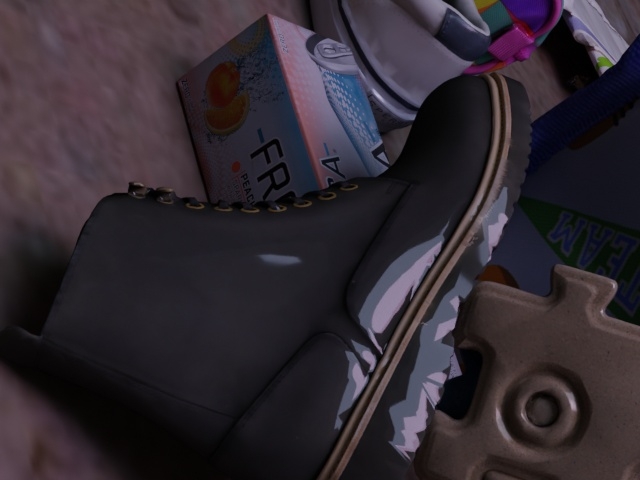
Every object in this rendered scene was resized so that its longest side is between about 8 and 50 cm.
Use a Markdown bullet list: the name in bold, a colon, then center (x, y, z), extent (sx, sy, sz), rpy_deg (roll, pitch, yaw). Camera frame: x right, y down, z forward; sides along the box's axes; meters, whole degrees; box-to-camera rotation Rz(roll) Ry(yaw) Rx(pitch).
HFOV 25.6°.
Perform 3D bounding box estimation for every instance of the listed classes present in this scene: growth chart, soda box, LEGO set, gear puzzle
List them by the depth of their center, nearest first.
- **gear puzzle**: center (0.190, 0.131, 0.488), extent (0.044, 0.339, 0.175), rpy_deg (22, 85, -74)
- **soda box**: center (0.000, 0.000, 0.589), extent (0.063, 0.058, 0.183), rpy_deg (13, 53, -51)
- **LEGO set**: center (0.207, -0.086, 1.010), extent (0.083, 0.023, 0.054), rpy_deg (54, 30, -9)
- **growth chart**: center (0.220, -0.134, 1.049), extent (0.237, 0.021, 0.172), rpy_deg (43, 23, -26)

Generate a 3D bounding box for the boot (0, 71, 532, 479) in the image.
- **boot**: center (-0.010, -0.009, 0.499), extent (0.137, 0.077, 0.198), rpy_deg (27, 52, -4)

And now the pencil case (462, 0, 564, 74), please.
- **pencil case**: center (0.115, -0.195, 0.900), extent (0.104, 0.104, 0.236), rpy_deg (48, 33, -18)

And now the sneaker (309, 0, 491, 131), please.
- **sneaker**: center (0.036, -0.183, 0.774), extent (0.094, 0.091, 0.258), rpy_deg (17, 50, -49)

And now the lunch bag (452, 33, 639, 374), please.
- **lunch bag**: center (0.241, 0.071, 0.712), extent (0.385, 0.239, 0.327), rpy_deg (-18, 77, -54)
